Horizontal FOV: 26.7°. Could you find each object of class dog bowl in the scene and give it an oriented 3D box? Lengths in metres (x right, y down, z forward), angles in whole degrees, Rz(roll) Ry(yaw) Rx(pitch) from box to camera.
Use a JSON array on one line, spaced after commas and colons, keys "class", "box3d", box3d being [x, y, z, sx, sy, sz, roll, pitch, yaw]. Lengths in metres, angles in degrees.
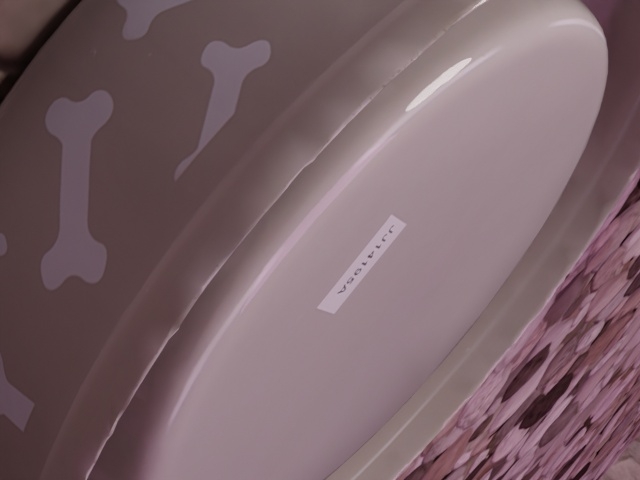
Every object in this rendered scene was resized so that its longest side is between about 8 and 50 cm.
[{"class": "dog bowl", "box3d": [0.000, 0.000, 0.507, 0.349, 0.102, 0.349, -42, 158, -21]}]
